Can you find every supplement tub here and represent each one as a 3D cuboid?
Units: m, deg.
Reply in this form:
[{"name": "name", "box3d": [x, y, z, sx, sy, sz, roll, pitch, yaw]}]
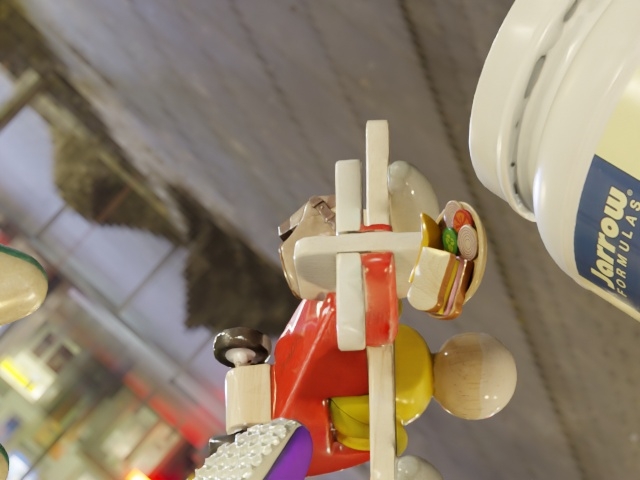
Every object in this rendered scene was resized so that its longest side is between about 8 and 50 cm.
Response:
[{"name": "supplement tub", "box3d": [0.268, -0.035, 1.037, 0.325, 0.235, 0.235, 34, 169, 30]}]

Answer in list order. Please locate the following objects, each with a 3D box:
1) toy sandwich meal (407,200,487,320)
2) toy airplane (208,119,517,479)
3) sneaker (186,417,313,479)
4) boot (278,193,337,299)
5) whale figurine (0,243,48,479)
[{"name": "toy sandwich meal", "box3d": [0.086, 0.013, 1.305, 0.029, 0.086, 0.085, 8, -173, -26]}, {"name": "toy airplane", "box3d": [0.067, 0.097, 1.774, 0.272, 0.386, 0.384, 10, -170, -14]}, {"name": "sneaker", "box3d": [-0.064, 0.286, 1.468, 0.146, 0.293, 0.102, 37, 159, -20]}, {"name": "boot", "box3d": [0.000, 0.000, 2.023, 0.042, 0.087, 0.118, 49, -158, -48]}, {"name": "whale figurine", "box3d": [-0.261, 0.065, 1.055, 0.216, 0.272, 0.141, 35, -153, -16]}]
